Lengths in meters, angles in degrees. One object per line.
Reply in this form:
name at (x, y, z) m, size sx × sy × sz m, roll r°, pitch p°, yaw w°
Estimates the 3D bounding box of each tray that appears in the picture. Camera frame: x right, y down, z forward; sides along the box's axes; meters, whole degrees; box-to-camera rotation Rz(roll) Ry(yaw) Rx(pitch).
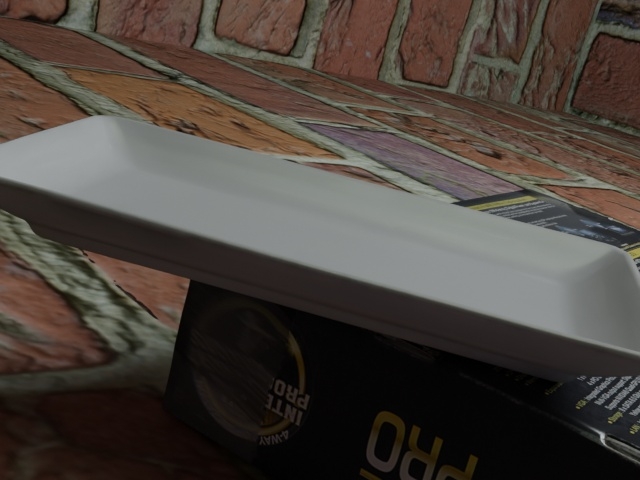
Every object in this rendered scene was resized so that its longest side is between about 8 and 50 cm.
tray at (0.000, 0.000, 0.385) m, size 0.270 × 0.030 × 0.145 m, roll 15°, pitch 18°, yaw 8°

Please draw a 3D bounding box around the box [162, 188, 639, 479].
box at (0.167, 0.072, 0.489) m, size 0.318 × 0.097 × 0.395 m, roll 26°, pitch 20°, yaw 28°
